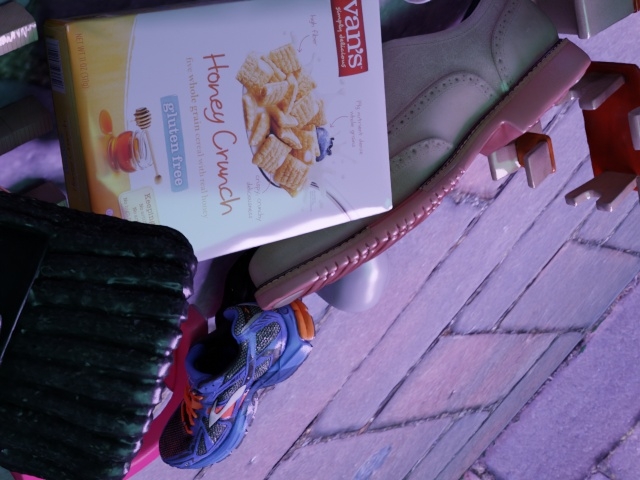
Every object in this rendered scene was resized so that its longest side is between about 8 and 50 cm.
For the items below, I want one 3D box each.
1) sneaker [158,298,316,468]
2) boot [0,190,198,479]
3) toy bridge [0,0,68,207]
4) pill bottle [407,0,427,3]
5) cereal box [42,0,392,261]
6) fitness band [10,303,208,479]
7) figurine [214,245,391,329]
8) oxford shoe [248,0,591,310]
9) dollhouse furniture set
[{"bbox_3d":[-0.099,0.131,0.978,0.087,0.083,0.221,15,121,-38],"label":"sneaker"},{"bbox_3d":[-0.247,0.109,0.613,0.260,0.131,0.348,20,116,-26],"label":"boot"},{"bbox_3d":[-0.206,-0.071,0.676,0.063,0.026,0.188,-32,152,-26],"label":"toy bridge"},{"bbox_3d":[0.128,-0.261,0.817,0.180,0.108,0.108,-35,153,-23],"label":"pill bottle"},{"bbox_3d":[-0.060,-0.080,0.720,0.240,0.047,0.173,-16,111,-30],"label":"cereal box"},{"bbox_3d":[-0.204,0.147,0.985,0.209,0.054,0.291,-30,150,-27],"label":"fitness band"},{"bbox_3d":[0.000,0.000,1.046,0.215,0.092,0.209,-28,146,-36],"label":"figurine"},{"bbox_3d":[0.067,-0.092,0.948,0.397,0.146,0.140,-41,-179,-22],"label":"oxford shoe"},{"bbox_3d":[0.303,-0.167,1.093,0.135,0.262,0.259,-34,121,-29],"label":"dollhouse furniture set"}]
